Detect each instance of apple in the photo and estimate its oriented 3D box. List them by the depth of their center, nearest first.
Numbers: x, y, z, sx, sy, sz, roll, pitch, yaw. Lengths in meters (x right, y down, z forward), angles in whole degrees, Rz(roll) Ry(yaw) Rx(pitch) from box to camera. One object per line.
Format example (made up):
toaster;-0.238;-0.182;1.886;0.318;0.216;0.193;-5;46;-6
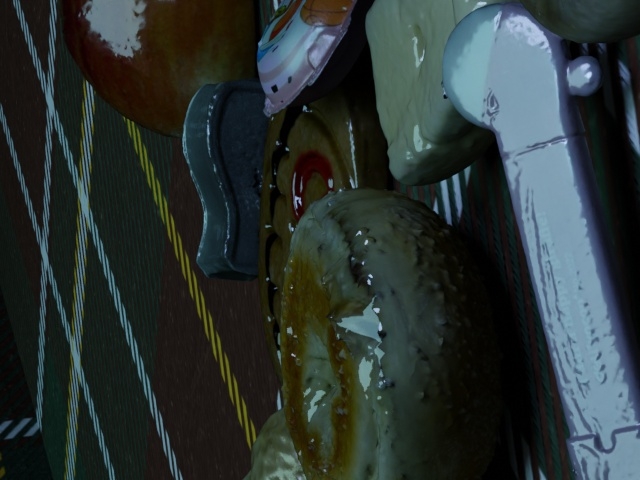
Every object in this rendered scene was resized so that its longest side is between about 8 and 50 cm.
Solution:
apple;-0.174;-0.282;2.232;0.254;0.179;0.346;-12;84;34

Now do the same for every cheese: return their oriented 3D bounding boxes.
cheese;0.112;-0.159;1.483;0.263;0.093;0.159;125;133;-62
cheese;-0.009;-0.211;1.822;0.189;0.074;0.286;-55;18;13

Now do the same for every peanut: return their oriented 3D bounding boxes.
peanut;-0.013;0.281;1.990;0.233;0.110;0.196;103;146;-46

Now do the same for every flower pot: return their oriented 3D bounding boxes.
flower pot;-0.088;-0.067;2.112;0.108;0.103;0.229;176;89;-71

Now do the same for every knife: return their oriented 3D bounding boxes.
knife;0.180;0.021;1.331;0.132;0.038;0.398;-18;83;42

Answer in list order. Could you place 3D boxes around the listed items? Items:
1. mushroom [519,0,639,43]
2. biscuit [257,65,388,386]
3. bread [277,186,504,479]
mushroom;0.141;-0.219;1.175;0.207;0.215;0.207;165;90;-70
biscuit;-0.001;0.000;1.903;0.314;0.063;0.367;-133;45;-64
bread;0.063;0.103;1.613;0.305;0.159;0.305;175;90;-76
